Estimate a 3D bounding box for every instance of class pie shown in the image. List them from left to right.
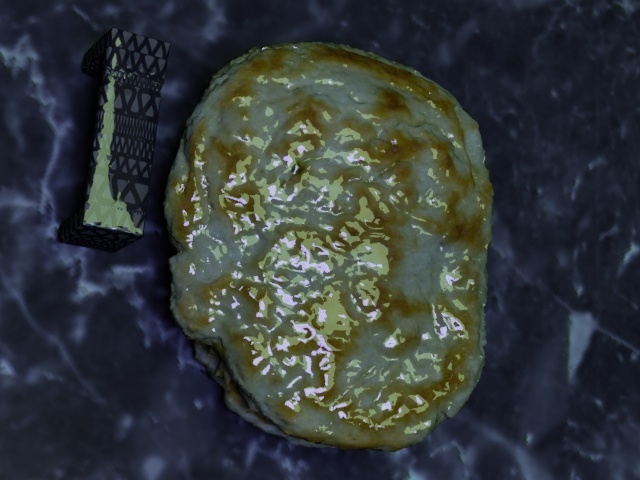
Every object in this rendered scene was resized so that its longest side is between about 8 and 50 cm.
[{"bbox_3d":[0.000,0.000,1.097,0.201,0.090,0.248,8,76,-16],"label":"pie"}]

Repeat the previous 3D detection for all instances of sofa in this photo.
[{"bbox_3d":[-0.118,-0.056,1.059,0.039,0.060,0.118,12,75,-19],"label":"sofa"}]
